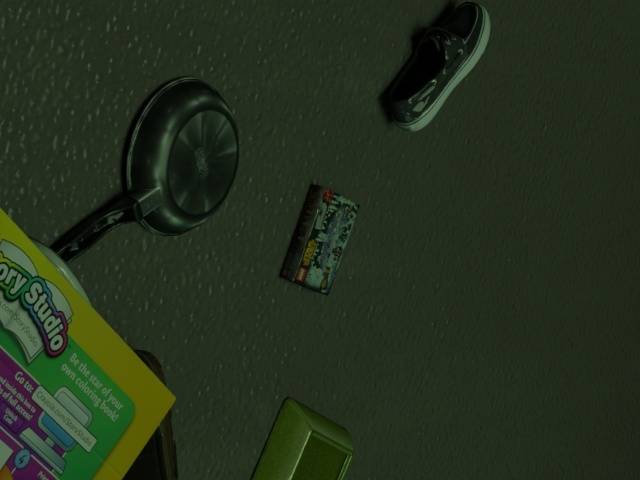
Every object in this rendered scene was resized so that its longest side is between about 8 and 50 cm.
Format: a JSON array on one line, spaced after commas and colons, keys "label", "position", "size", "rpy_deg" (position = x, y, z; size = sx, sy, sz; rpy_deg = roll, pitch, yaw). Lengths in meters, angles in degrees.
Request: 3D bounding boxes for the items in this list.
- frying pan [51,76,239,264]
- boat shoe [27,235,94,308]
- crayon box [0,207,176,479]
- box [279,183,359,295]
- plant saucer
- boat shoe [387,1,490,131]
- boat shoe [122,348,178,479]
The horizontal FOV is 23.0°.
[{"label": "frying pan", "position": [-0.197, -0.085, 1.855], "size": [0.326, 0.053, 0.197], "rpy_deg": [-20, 118, -53]}, {"label": "boat shoe", "position": [-0.312, 0.145, 1.727], "size": [0.103, 0.118, 0.320], "rpy_deg": [-39, 139, -45]}, {"label": "crayon box", "position": [-0.330, 0.164, 1.429], "size": [0.313, 0.106, 0.363], "rpy_deg": [-57, 140, -21]}, {"label": "box", "position": [0.000, 0.000, 2.172], "size": [0.094, 0.027, 0.137], "rpy_deg": [24, 84, -54]}, {"label": "plant saucer", "position": [-0.023, 0.341, 2.261], "size": [0.188, 0.045, 0.188], "rpy_deg": [37, 73, -53]}, {"label": "boat shoe", "position": [0.165, -0.265, 2.259], "size": [0.228, 0.080, 0.076], "rpy_deg": [-54, 142, -14]}, {"label": "boat shoe", "position": [-0.213, 0.284, 1.870], "size": [0.104, 0.110, 0.307], "rpy_deg": [47, 45, -78]}]
